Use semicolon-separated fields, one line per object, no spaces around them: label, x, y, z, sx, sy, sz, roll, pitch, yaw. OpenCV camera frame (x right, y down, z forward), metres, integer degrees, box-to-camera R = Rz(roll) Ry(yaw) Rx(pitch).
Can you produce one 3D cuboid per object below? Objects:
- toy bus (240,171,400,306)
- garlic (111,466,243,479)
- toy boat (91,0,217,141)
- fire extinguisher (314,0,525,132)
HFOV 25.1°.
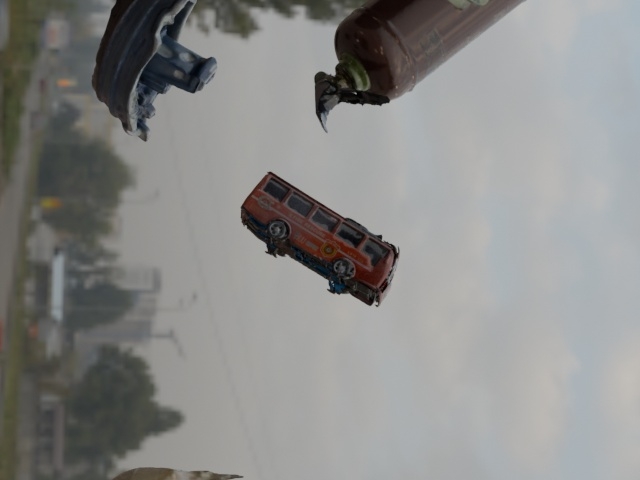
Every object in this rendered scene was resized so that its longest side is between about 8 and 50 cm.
toy bus;0.000;0.000;1.988;0.096;0.234;0.073;-57;171;-20
garlic;-0.197;0.321;1.696;0.198;0.128;0.090;-53;-149;23
toy boat;-0.209;-0.226;1.859;0.129;0.142;0.309;-54;176;-36
fire extinguisher;0.110;-0.221;1.495;0.138;0.344;0.102;25;-32;52
